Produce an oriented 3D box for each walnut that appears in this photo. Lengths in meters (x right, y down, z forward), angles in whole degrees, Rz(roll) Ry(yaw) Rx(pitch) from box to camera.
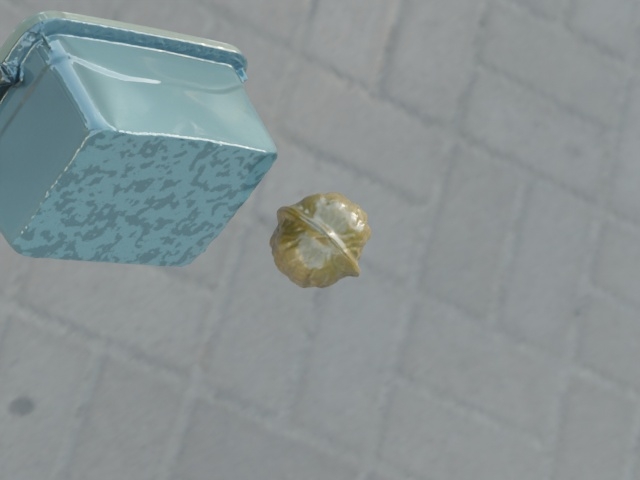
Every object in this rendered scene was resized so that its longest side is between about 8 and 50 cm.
[{"bbox_3d":[0.000,0.000,1.504,0.082,0.096,0.079,40,82,-1],"label":"walnut"}]

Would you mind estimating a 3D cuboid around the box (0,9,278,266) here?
[{"bbox_3d":[-0.152,-0.072,1.408,0.227,0.162,0.130,6,42,-47],"label":"box"}]
